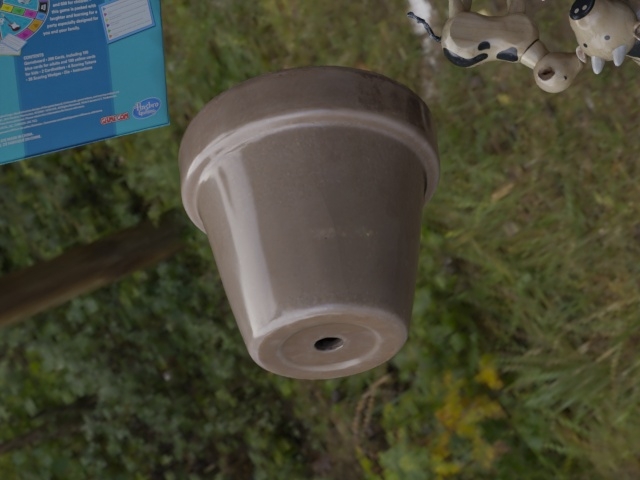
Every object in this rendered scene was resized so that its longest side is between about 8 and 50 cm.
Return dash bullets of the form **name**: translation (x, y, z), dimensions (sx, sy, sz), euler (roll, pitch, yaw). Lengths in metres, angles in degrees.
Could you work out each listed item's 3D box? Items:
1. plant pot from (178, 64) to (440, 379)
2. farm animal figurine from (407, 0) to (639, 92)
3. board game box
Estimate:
- **plant pot**: translation (0.000, 0.000, 1.180), dimensions (0.263, 0.263, 0.229), euler (109, 158, -56)
- **farm animal figurine**: translation (0.312, -0.248, 1.361), dimensions (0.330, 0.326, 0.172), euler (-25, 61, 60)
- **board game box**: translation (-0.281, -0.258, 1.211), dimensions (0.079, 0.253, 0.336), euler (17, 117, 43)
